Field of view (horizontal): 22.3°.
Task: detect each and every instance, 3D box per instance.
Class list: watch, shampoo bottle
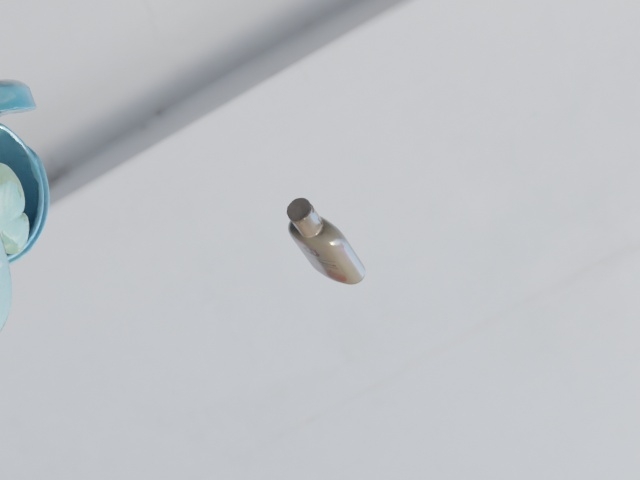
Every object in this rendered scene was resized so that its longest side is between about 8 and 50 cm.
[{"bbox_3d":[-0.380,-0.058,1.643,0.211,0.211,0.193,-15,94,-78],"label":"watch"},{"bbox_3d":[0.000,0.000,1.938,0.080,0.040,0.165,25,-15,28],"label":"shampoo bottle"}]

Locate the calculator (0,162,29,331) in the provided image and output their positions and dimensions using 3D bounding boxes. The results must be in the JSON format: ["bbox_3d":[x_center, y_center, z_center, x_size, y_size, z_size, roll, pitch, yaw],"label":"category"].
[{"bbox_3d":[-0.329,0.031,1.316,0.295,0.042,0.184,-48,130,-53],"label":"calculator"}]
